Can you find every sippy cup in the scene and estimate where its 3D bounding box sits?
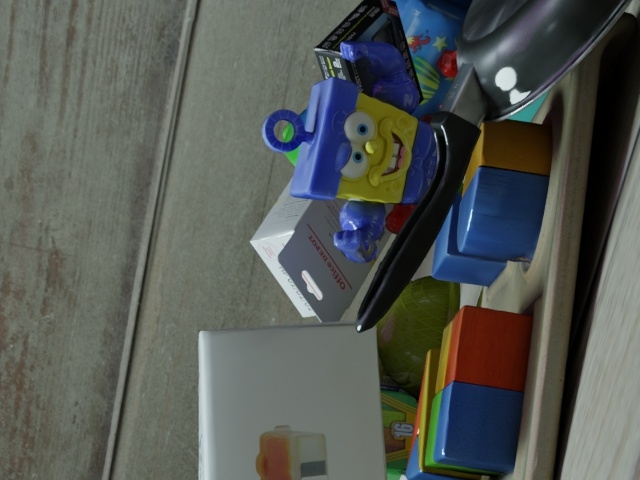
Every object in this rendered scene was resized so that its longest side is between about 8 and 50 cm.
[{"bbox_3d":[0.107,-0.155,1.692,0.240,0.305,0.224,-8,-53,-59],"label":"sippy cup"}]

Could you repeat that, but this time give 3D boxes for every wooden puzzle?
[{"bbox_3d":[0.115,0.047,1.060,0.322,0.080,0.348,99,-176,-78],"label":"wooden puzzle"}]

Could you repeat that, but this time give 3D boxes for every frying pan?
[{"bbox_3d":[0.106,-0.111,0.960,0.326,0.053,0.197,-49,15,18],"label":"frying pan"}]

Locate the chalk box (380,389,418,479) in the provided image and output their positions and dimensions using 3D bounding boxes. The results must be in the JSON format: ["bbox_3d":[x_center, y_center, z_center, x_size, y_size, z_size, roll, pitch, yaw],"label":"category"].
[{"bbox_3d":[-0.001,0.242,1.706,0.132,0.213,0.132,-85,3,-54],"label":"chalk box"}]

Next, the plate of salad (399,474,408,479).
[{"bbox_3d":[0.059,0.250,0.998,0.200,0.048,0.200,171,90,-87],"label":"plate of salad"}]

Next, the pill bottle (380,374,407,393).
[{"bbox_3d":[0.057,0.234,1.864,0.123,0.123,0.219,-73,-6,-82],"label":"pill bottle"}]

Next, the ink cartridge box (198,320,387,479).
[{"bbox_3d":[-0.025,0.294,1.378,0.279,0.160,0.384,98,170,-68],"label":"ink cartridge box"}]

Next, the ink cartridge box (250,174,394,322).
[{"bbox_3d":[0.000,0.000,1.533,0.104,0.061,0.181,56,-136,-25],"label":"ink cartridge box"}]

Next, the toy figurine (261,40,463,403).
[{"bbox_3d":[0.032,-0.050,1.429,0.191,0.217,0.362,8,84,65],"label":"toy figurine"}]

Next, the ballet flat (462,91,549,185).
[{"bbox_3d":[0.159,-0.112,1.275,0.073,0.080,0.232,-59,-7,-27],"label":"ballet flat"}]

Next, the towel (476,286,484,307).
[{"bbox_3d":[0.129,0.144,1.435,0.102,0.021,0.237,-68,-8,-46],"label":"towel"}]

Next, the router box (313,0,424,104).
[{"bbox_3d":[0.048,-0.160,1.517,0.092,0.038,0.122,-48,-46,-31],"label":"router box"}]
